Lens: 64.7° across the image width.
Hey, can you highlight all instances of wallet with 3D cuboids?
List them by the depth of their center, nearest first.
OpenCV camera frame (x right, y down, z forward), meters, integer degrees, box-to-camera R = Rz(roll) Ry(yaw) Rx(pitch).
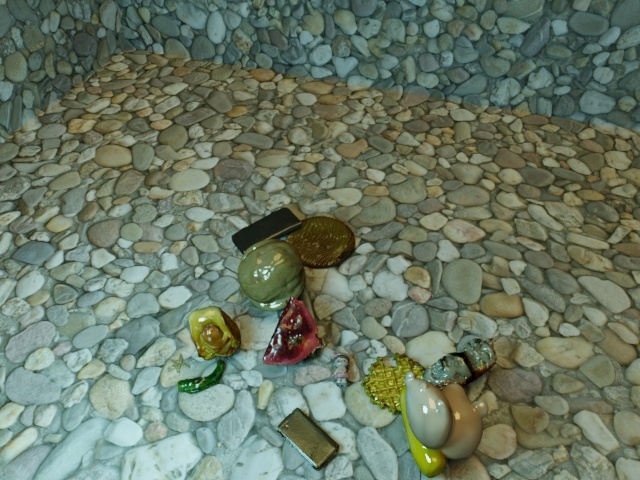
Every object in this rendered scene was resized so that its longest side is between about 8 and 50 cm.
[{"bbox_3d":[-0.044,0.650,1.662,0.198,0.031,0.110,35,56,30],"label":"wallet"},{"bbox_3d":[-0.248,-0.044,2.312,0.310,0.042,0.165,-30,43,-18],"label":"wallet"}]

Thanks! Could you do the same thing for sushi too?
[{"bbox_3d":[0.491,0.444,1.777,0.332,0.124,0.129,-15,65,-29],"label":"sushi"}]

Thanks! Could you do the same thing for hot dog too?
[{"bbox_3d":[-0.374,0.347,1.815,0.151,0.256,0.153,-17,60,2],"label":"hot dog"}]

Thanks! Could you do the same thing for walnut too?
[{"bbox_3d":[-0.189,0.136,1.992,0.286,0.296,0.284,-1,80,6],"label":"walnut"}]

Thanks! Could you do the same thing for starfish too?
[{"bbox_3d":[-0.524,0.455,1.865,0.092,0.016,0.086,10,48,18],"label":"starfish"}]

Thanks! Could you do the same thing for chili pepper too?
[{"bbox_3d":[-0.418,0.495,1.802,0.182,0.050,0.073,-23,41,-24],"label":"chili pepper"}]

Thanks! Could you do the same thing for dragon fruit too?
[{"bbox_3d":[-0.086,0.369,1.884,0.212,0.134,0.261,27,77,4],"label":"dragon fruit"}]

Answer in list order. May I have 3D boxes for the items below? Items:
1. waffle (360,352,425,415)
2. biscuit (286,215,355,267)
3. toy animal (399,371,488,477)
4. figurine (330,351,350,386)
[{"bbox_3d":[0.270,0.505,1.792,0.229,0.051,0.231,27,52,20],"label":"waffle"},{"bbox_3d":[0.000,0.000,2.293,0.318,0.040,0.317,0,45,0],"label":"biscuit"},{"bbox_3d":[0.386,0.535,1.579,0.247,0.344,0.277,-11,30,-3],"label":"toy animal"},{"bbox_3d":[0.071,0.467,1.832,0.072,0.054,0.129,-9,52,12],"label":"figurine"}]
